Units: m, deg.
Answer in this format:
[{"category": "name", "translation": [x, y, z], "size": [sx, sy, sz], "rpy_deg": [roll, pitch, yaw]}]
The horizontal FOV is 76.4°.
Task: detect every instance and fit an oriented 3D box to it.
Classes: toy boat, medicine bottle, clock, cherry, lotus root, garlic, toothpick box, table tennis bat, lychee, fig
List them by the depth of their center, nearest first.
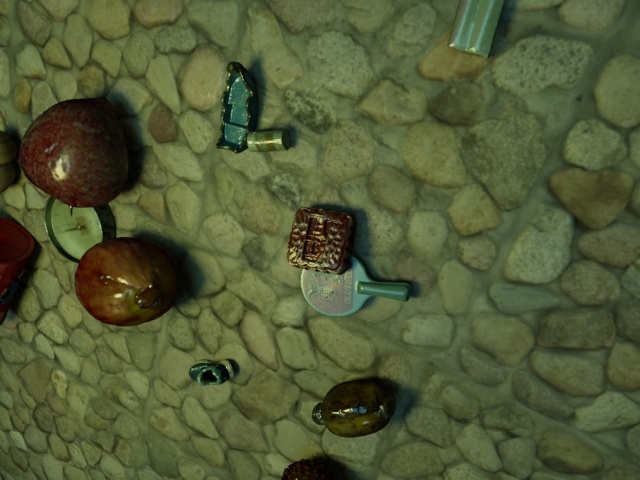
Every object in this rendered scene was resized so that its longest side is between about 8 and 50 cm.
[{"category": "toy boat", "translation": [-0.182, -0.281, 0.870], "size": [0.075, 0.077, 0.185], "rpy_deg": [21, 110, 16]}, {"category": "medicine bottle", "translation": [-0.111, -0.215, 0.877], "size": [0.084, 0.047, 0.047], "rpy_deg": [1, 104, 20]}, {"category": "table tennis bat", "translation": [0.071, 0.098, 0.883], "size": [0.245, 0.040, 0.152], "rpy_deg": [6, 98, 17]}, {"category": "lotus root", "translation": [0.073, 0.382, 0.923], "size": [0.210, 0.120, 0.120], "rpy_deg": [-19, 96, 25]}, {"category": "cherry", "translation": [-0.583, -0.209, 0.981], "size": [0.231, 0.203, 0.300], "rpy_deg": [25, 97, 15]}, {"category": "lychee", "translation": [-0.021, 0.638, 0.992], "size": [0.188, 0.188, 0.187], "rpy_deg": [5, 105, 20]}, {"category": "fig", "translation": [-0.475, 0.110, 1.017], "size": [0.264, 0.224, 0.223], "rpy_deg": [15, 108, 13]}, {"category": "clock", "translation": [-0.677, -0.042, 1.140], "size": [0.226, 0.049, 0.225], "rpy_deg": [5, 105, 19]}, {"category": "garlic", "translation": [-0.957, -0.203, 1.154], "size": [0.214, 0.191, 0.160], "rpy_deg": [-14, 123, 12]}, {"category": "toothpick box", "translation": [-1.031, 0.112, 1.233], "size": [0.204, 0.204, 0.333], "rpy_deg": [43, 114, 6]}]

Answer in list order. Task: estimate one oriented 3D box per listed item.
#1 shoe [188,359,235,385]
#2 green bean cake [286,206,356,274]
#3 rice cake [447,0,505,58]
[{"category": "shoe", "translation": [-0.298, 0.357, 1.083], "size": [0.143, 0.071, 0.063], "rpy_deg": [-11, 99, 28]}, {"category": "green bean cake", "translation": [0.000, 0.000, 0.862], "size": [0.136, 0.056, 0.135], "rpy_deg": [9, 87, 20]}, {"category": "rice cake", "translation": [0.276, -0.425, 0.676], "size": [0.080, 0.042, 0.221], "rpy_deg": [17, 110, 15]}]
